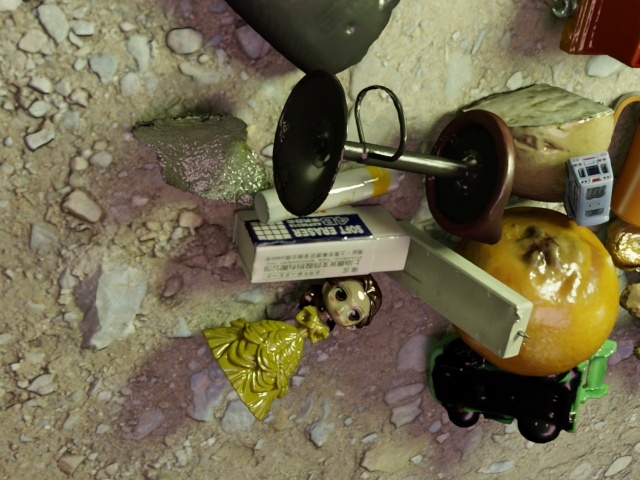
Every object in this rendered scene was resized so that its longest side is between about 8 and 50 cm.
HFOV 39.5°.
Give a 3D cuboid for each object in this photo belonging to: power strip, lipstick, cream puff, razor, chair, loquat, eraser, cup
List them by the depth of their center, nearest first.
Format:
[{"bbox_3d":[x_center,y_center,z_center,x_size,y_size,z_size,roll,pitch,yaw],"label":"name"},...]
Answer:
[{"bbox_3d":[-0.039,-0.394,1.304,0.204,0.113,0.349,-46,126,7],"label":"razor"},{"bbox_3d":[0.146,-0.124,1.435,0.400,0.226,0.227,9,116,-30],"label":"chair"},{"bbox_3d":[0.014,-0.083,1.522,0.264,0.059,0.059,-15,125,-27],"label":"lipstick"},{"bbox_3d":[0.000,0.000,1.554,0.287,0.130,0.086,-4,123,-21],"label":"eraser"},{"bbox_3d":[0.232,0.082,1.563,0.043,0.367,0.106,-8,121,-35],"label":"power strip"},{"bbox_3d":[0.391,0.091,1.654,0.328,0.328,0.329,-11,123,-17],"label":"loquat"},{"bbox_3d":[0.650,-0.164,1.719,0.226,0.182,0.264,22,121,4],"label":"cup"},{"bbox_3d":[0.643,-0.001,1.836,0.133,0.104,0.119,-37,95,-6],"label":"cream puff"}]

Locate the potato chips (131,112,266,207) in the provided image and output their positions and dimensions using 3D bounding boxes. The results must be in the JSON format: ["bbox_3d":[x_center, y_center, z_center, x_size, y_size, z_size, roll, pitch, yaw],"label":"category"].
[{"bbox_3d":[-0.184,-0.134,1.440,0.167,0.059,0.228,-29,132,4],"label":"potato chips"}]

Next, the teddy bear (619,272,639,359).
[{"bbox_3d":[0.764,0.165,1.976,0.296,0.222,0.246,36,69,-5],"label":"teddy bear"}]

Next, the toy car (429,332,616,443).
[{"bbox_3d":[0.411,0.281,1.838,0.358,0.176,0.213,8,129,19],"label":"toy car"}]

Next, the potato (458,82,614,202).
[{"bbox_3d":[0.387,-0.130,1.586,0.189,0.211,0.264,-29,128,-15],"label":"potato"}]

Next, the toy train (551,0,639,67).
[{"bbox_3d":[0.563,-0.378,1.493,0.369,0.232,0.163,-4,124,-20],"label":"toy train"}]

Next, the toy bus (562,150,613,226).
[{"bbox_3d":[0.457,-0.079,1.520,0.073,0.076,0.167,-12,148,7],"label":"toy bus"}]

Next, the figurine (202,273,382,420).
[{"bbox_3d":[-0.030,0.159,1.616,0.315,0.187,0.168,-33,159,-3],"label":"figurine"}]
